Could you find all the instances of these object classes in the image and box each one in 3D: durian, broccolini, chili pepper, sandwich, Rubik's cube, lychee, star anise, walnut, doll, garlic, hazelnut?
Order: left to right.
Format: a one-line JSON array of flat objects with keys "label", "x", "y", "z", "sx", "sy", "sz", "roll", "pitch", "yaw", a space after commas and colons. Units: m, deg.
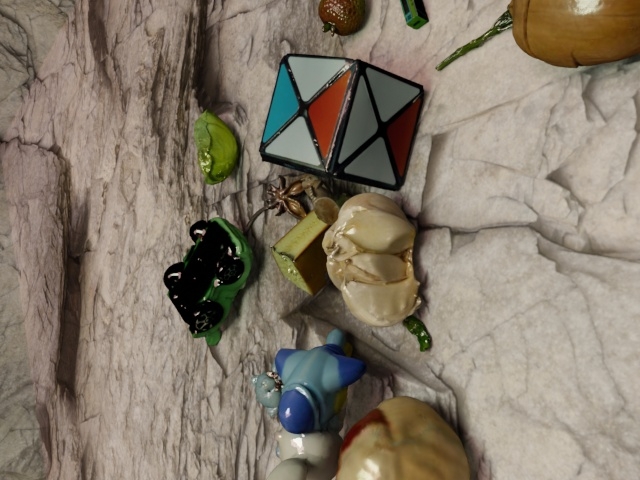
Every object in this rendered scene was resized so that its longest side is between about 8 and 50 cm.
[{"label": "durian", "x": -0.310, "y": -0.264, "z": 1.718, "sx": 0.101, "sy": 0.139, "sz": 0.250, "roll": -29, "pitch": 64, "yaw": 43}, {"label": "doll", "x": -0.107, "y": 0.352, "z": 1.479, "sx": 0.180, "sy": 0.075, "sz": 0.120, "roll": -51, "pitch": 57, "yaw": 27}, {"label": "star anise", "x": -0.110, "y": -0.078, "z": 1.586, "sx": 0.148, "sy": 0.218, "sz": 0.227, "roll": 56, "pitch": 170, "yaw": 0}, {"label": "doll", "x": -0.021, "y": 0.359, "z": 1.233, "sx": 0.376, "sy": 0.187, "sz": 0.366, "roll": 128, "pitch": 152, "yaw": -78}, {"label": "sandwich", "x": 0.000, "y": 0.000, "z": 1.402, "sx": 0.122, "sy": 0.128, "sz": 0.235, "roll": 22, "pitch": 56, "yaw": 43}, {"label": "lychee", "x": 0.051, "y": -0.560, "z": 1.434, "sx": 0.114, "sy": 0.114, "sz": 0.147, "roll": 17, "pitch": 75, "yaw": 44}, {"label": "Rubik's cube", "x": 0.048, "y": -0.259, "z": 1.303, "sx": 0.246, "sy": 0.248, "sz": 0.250, "roll": 21, "pitch": 99, "yaw": 44}, {"label": "garlic", "x": 0.093, "y": 0.036, "z": 1.255, "sx": 0.184, "sy": 0.203, "sz": 0.281, "roll": 2, "pitch": 89, "yaw": 62}, {"label": "hazelnut", "x": 0.161, "y": 0.442, "z": 1.139, "sx": 0.261, "sy": 0.261, "sz": 0.241, "roll": 41, "pitch": 143, "yaw": 39}, {"label": "chili pepper", "x": 0.205, "y": 0.194, "z": 1.242, "sx": 0.091, "sy": 0.034, "sz": 0.030, "roll": 58, "pitch": 155, "yaw": 31}, {"label": "broccolini", "x": 0.329, "y": -0.409, "z": 1.207, "sx": 0.218, "sy": 0.042, "sz": 0.044, "roll": -33, "pitch": 36, "yaw": 41}, {"label": "walnut", "x": 0.440, "y": -0.391, "z": 0.990, "sx": 0.297, "sy": 0.203, "sz": 0.203, "roll": 24, "pitch": 101, "yaw": 54}]

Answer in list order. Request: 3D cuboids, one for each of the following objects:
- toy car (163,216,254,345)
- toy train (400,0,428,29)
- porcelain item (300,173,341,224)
[{"label": "toy car", "x": -0.306, "y": 0.118, "z": 1.645, "sx": 0.213, "sy": 0.176, "sz": 0.359, "roll": 45, "pitch": 111, "yaw": 37}, {"label": "toy train", "x": 0.195, "y": -0.583, "z": 1.347, "sx": 0.042, "sy": 0.044, "sz": 0.209, "roll": -27, "pitch": 66, "yaw": 39}, {"label": "porcelain item", "x": -0.004, "y": -0.111, "z": 1.374, "sx": 0.054, "sy": 0.084, "sz": 0.213, "roll": -37, "pitch": 28, "yaw": 8}]
